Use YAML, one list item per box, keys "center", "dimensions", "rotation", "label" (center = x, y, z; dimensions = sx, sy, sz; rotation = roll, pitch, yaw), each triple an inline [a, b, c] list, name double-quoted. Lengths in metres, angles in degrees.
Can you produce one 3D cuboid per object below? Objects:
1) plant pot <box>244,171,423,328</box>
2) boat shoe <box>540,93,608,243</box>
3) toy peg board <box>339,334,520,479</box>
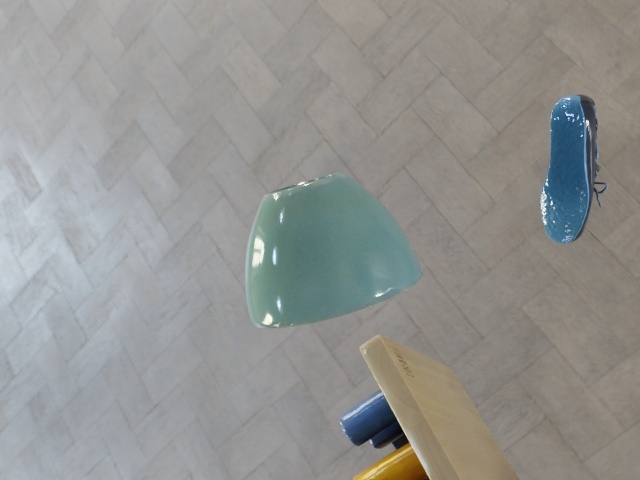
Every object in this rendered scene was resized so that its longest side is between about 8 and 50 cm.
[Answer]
- center: [0.000, 0.000, 1.162]
  dimensions: [0.290, 0.290, 0.195]
  rotation: [-13, 97, 28]
  label: "plant pot"
- center: [0.447, -0.120, 1.230]
  dimensions: [0.109, 0.089, 0.258]
  rotation: [25, 123, 40]
  label: "boat shoe"
- center: [0.068, 0.155, 0.427]
  dimensions: [0.079, 0.161, 0.160]
  rotation: [-36, 62, 11]
  label: "toy peg board"
